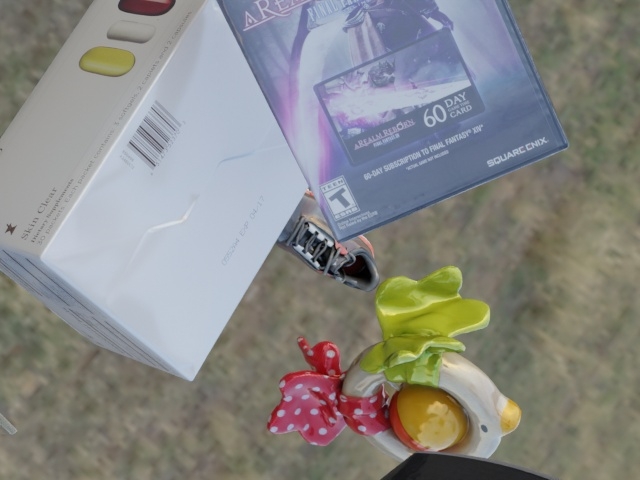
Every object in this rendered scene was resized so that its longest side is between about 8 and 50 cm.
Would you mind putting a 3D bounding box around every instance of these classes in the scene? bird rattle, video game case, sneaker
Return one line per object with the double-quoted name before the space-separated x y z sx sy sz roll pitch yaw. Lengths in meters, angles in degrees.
"bird rattle" 0.077 0.158 1.527 0.253 0.207 0.143 -45 -170 37
"video game case" 0.044 -0.152 1.165 0.196 0.274 0.026 -23 -160 12
"sneaker" 0.000 0.000 1.450 0.158 0.065 0.061 28 106 -33

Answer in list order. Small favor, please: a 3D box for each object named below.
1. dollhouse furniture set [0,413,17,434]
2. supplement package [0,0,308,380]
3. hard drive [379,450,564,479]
"dollhouse furniture set" -0.494 0.221 1.611 0.262 0.135 0.259 -53 129 -21
"supplement package" -0.145 -0.054 1.318 0.204 0.145 0.262 45 68 -41
"hard drive" 0.106 0.225 1.124 0.172 0.254 0.054 -32 113 -30
